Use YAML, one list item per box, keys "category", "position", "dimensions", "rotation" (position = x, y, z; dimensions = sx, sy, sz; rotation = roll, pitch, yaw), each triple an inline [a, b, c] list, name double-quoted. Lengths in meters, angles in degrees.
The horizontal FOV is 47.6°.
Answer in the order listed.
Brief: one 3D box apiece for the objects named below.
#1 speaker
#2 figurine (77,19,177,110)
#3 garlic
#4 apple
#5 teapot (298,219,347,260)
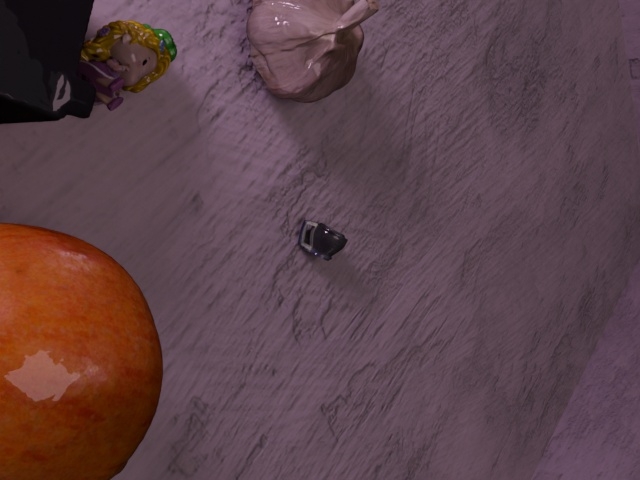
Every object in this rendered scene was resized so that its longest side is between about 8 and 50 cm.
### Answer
- category: "speaker"
  position: [-0.359, -0.249, 0.722]
  dimensions: [0.254, 0.184, 0.232]
  rotation: [19, 81, -48]
- category: "figurine"
  position: [-0.259, -0.244, 0.924]
  dimensions: [0.115, 0.095, 0.156]
  rotation: [40, 52, -1]
- category: "garlic"
  position: [0.005, -0.322, 1.118]
  dimensions: [0.218, 0.212, 0.219]
  rotation: [-1, 91, -45]
- category: "apple"
  position: [-0.323, 0.121, 0.726]
  dimensions: [0.275, 0.298, 0.299]
  rotation: [36, 67, -57]
- category: "teapot"
  position: [0.000, 0.000, 1.277]
  dimensions: [0.088, 0.066, 0.057]
  rotation: [28, 91, -25]
